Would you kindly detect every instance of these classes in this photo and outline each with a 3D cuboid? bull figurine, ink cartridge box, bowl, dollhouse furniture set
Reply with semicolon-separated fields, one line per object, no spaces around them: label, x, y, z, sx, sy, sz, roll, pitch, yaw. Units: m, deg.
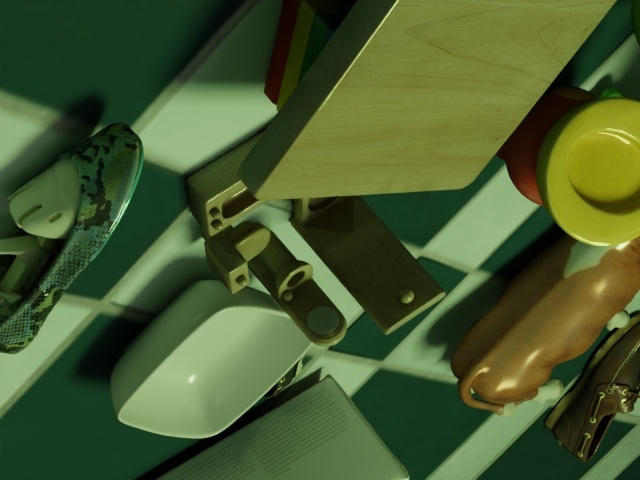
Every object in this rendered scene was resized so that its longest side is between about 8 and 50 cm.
bull figurine;0.251;0.056;1.899;0.310;0.101;0.188;-38;158;-6
ink cartridge box;-0.093;0.304;1.783;0.309;0.130;0.272;-29;155;-23
bowl;-0.088;0.086;1.491;0.142;0.053;0.142;-45;147;17
dollhouse furniture set;0.000;0.000;1.404;0.144;0.123;0.151;-33;155;-17

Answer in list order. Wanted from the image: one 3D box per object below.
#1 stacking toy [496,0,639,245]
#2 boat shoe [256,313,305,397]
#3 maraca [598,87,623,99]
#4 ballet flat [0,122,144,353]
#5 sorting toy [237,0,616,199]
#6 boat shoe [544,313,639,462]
stacking toy;0.317;-0.111;1.630;0.309;0.130;0.279;20;93;-25
boat shoe;-0.041;0.092;1.594;0.042;0.049;0.133;-41;162;-18
maraca;0.277;-0.073;1.727;0.186;0.099;0.127;20;114;-34
ballet flat;-0.179;0.001;1.225;0.070;0.070;0.188;-5;135;-52
sorting toy;0.075;-0.152;1.296;0.257;0.089;0.255;-5;138;-53
boat shoe;0.344;0.176;2.279;0.073;0.073;0.207;-16;145;-42
